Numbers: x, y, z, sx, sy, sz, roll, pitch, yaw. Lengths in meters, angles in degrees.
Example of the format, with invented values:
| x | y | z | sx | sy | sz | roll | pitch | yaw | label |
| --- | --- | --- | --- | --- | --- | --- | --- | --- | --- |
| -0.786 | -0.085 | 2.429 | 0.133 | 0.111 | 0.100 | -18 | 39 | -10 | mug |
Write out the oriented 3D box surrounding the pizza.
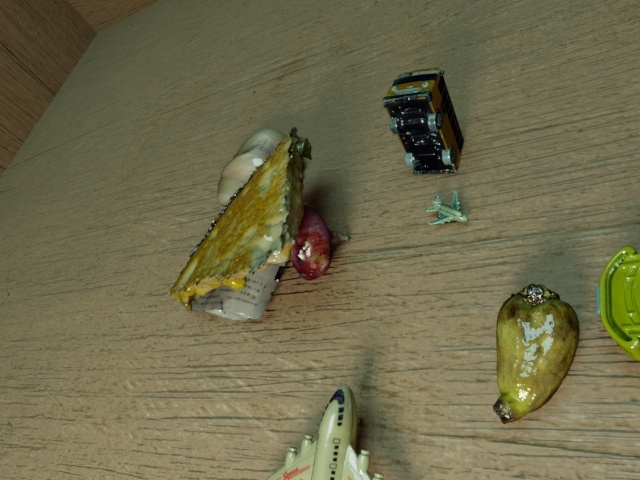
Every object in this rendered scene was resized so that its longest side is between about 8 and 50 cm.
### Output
| x | y | z | sx | sy | sz | roll | pitch | yaw | label |
| --- | --- | --- | --- | --- | --- | --- | --- | --- | --- |
| -0.131 | -0.055 | 0.932 | 0.435 | 0.080 | 0.392 | -18 | 42 | 49 | pizza |

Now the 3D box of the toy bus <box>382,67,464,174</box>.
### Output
| x | y | z | sx | sy | sz | roll | pitch | yaw | label |
| --- | --- | --- | --- | --- | --- | --- | --- | --- | --- |
| 0.205 | -0.228 | 0.894 | 0.098 | 0.201 | 0.114 | 3 | 57 | 34 | toy bus |

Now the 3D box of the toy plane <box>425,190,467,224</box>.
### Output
| x | y | z | sx | sy | sz | roll | pitch | yaw | label |
| --- | --- | --- | --- | --- | --- | --- | --- | --- | --- |
| 0.237 | -0.052 | 0.859 | 0.083 | 0.033 | 0.080 | 34 | 78 | 37 | toy plane |

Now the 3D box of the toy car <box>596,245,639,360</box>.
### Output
| x | y | z | sx | sy | sz | roll | pitch | yaw | label |
| --- | --- | --- | --- | --- | --- | --- | --- | --- | --- |
| 0.471 | 0.076 | 0.535 | 0.248 | 0.142 | 0.200 | -14 | 47 | 50 | toy car |

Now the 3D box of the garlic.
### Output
| x | y | z | sx | sy | sz | roll | pitch | yaw | label |
| --- | --- | --- | --- | --- | --- | --- | --- | --- | --- |
| -0.157 | -0.195 | 1.169 | 0.228 | 0.110 | 0.217 | -9 | 50 | 28 | garlic |

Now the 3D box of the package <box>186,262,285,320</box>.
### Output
| x | y | z | sx | sy | sz | roll | pitch | yaw | label |
| --- | --- | --- | --- | --- | --- | --- | --- | --- | --- |
| -0.187 | 0.068 | 1.021 | 0.251 | 0.062 | 0.204 | -1 | 56 | 37 | package |

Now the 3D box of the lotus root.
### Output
| x | y | z | sx | sy | sz | roll | pitch | yaw | label |
| --- | --- | --- | --- | --- | --- | --- | --- | --- | --- |
| 0.284 | 0.159 | 0.634 | 0.108 | 0.094 | 0.190 | -6 | 60 | 58 | lotus root |

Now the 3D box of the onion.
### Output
| x | y | z | sx | sy | sz | roll | pitch | yaw | label |
| --- | --- | --- | --- | --- | --- | --- | --- | --- | --- |
| 0.000 | 0.000 | 0.922 | 0.140 | 0.150 | 0.150 | -8 | 44 | -16 | onion |

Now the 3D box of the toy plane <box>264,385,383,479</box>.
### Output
| x | y | z | sx | sy | sz | roll | pitch | yaw | label |
| --- | --- | --- | --- | --- | --- | --- | --- | --- | --- |
| 0.014 | 0.339 | 0.656 | 0.242 | 0.104 | 0.256 | -1 | 57 | 35 | toy plane |
